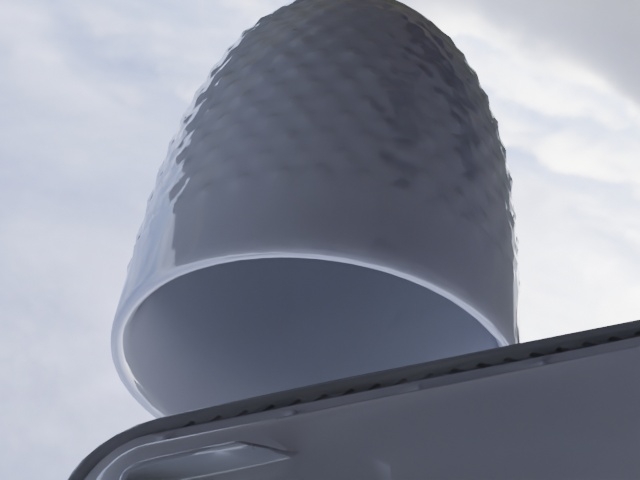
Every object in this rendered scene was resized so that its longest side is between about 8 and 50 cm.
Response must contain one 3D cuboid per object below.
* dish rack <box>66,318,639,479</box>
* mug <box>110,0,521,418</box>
[{"bbox_3d":[0.076,0.138,0.255,0.333,0.072,0.285,-12,-130,-1],"label":"dish rack"},{"bbox_3d":[0.000,0.000,0.776,0.276,0.374,0.328,13,-130,-7],"label":"mug"}]
